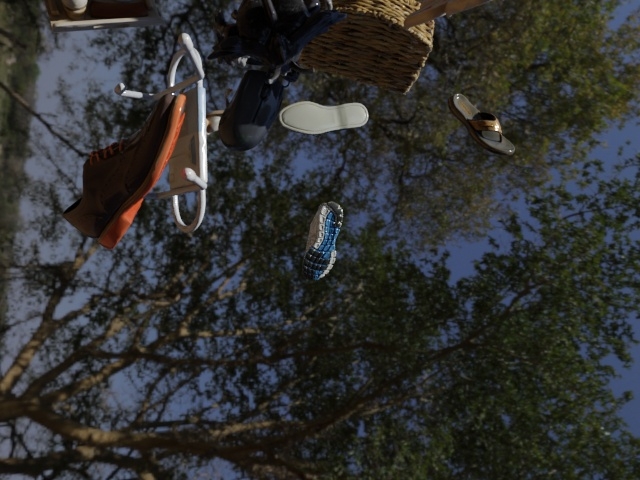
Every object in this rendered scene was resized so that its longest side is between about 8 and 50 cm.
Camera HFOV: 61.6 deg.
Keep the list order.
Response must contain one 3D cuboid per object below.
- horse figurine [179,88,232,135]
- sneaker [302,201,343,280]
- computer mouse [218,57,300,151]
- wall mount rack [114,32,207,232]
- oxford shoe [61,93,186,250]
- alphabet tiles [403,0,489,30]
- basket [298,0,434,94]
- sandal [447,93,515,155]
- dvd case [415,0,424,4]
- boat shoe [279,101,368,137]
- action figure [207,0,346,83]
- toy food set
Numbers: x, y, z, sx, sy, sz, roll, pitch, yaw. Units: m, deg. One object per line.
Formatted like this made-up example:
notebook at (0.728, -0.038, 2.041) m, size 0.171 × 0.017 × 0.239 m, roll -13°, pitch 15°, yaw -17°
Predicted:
horse figurine at (-0.296, -0.347, 1.487) m, size 0.174 × 0.263 × 0.066 m, roll 100°, pitch -25°, yaw -49°
sneaker at (0.000, 0.000, 1.260) m, size 0.083 × 0.071 × 0.190 m, roll -149°, pitch -104°, yaw -70°
computer mouse at (-0.168, -0.343, 1.338) m, size 0.272 × 0.188 × 0.072 m, roll -65°, pitch -150°, yaw 16°
wall mount rack at (-0.255, -0.190, 0.932) m, size 0.304 × 0.130 × 0.350 m, roll -4°, pitch -92°, yaw 47°
oxford shoe at (-0.281, -0.105, 0.763) m, size 0.271 × 0.098 × 0.097 m, roll -52°, pitch -159°, yaw 21°
alphabet tiles at (0.219, -0.251, 0.461) m, size 0.284 × 0.278 × 0.021 m, roll 18°, pitch -42°, yaw 60°
basket at (0.116, -0.527, 1.279) m, size 0.213 × 0.299 × 0.223 m, roll 115°, pitch -11°, yaw -61°
sandal at (0.420, -0.306, 1.382) m, size 0.219 × 0.090 × 0.060 m, roll 54°, pitch -37°, yaw 12°
dvd case at (0.275, -0.777, 1.481) m, size 0.180 × 0.022 × 0.253 m, roll 63°, pitch -32°, yaw 30°
boat shoe at (0.003, -0.339, 1.491) m, size 0.079 × 0.255 × 0.095 m, roll 173°, pitch -95°, yaw -72°
action figure at (-0.065, -0.285, 0.647) m, size 0.141 × 0.164 × 0.275 m, roll 60°, pitch 12°, yaw -74°
toy food set at (-0.468, -0.573, 1.102) m, size 0.092 × 0.220 × 0.306 m, roll -34°, pitch -108°, yaw 66°
